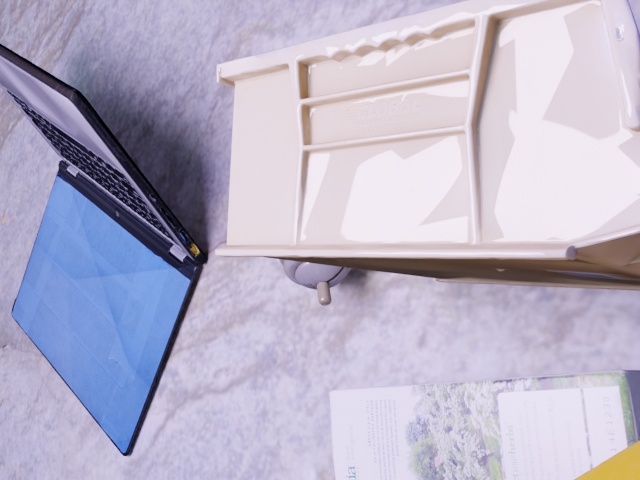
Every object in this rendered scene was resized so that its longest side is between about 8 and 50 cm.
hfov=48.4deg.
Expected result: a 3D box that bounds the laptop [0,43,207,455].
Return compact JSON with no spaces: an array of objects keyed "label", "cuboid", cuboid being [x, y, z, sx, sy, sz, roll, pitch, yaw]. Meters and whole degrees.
[{"label":"laptop","cuboid":[-0.349,-0.010,0.881,0.236,0.408,0.382,-45,48,-16]}]

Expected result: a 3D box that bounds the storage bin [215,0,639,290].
[{"label":"storage bin","cuboid":[0.115,-0.038,0.447,0.260,0.262,0.123,-1,83,41]}]

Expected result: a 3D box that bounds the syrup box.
[{"label":"syrup box","cuboid":[0.124,0.149,0.517,0.237,0.096,0.093,-14,72,39]}]

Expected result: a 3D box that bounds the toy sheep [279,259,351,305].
[{"label":"toy sheep","cuboid":[0.000,0.000,0.662,0.091,0.091,0.132,-35,43,32]}]

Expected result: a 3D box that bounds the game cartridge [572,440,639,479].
[{"label":"game cartridge","cuboid":[0.119,0.282,0.290,0.285,0.052,0.323,-35,36,9]}]
